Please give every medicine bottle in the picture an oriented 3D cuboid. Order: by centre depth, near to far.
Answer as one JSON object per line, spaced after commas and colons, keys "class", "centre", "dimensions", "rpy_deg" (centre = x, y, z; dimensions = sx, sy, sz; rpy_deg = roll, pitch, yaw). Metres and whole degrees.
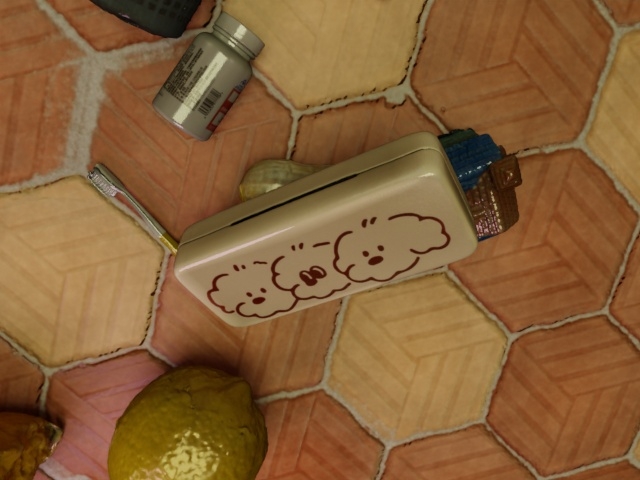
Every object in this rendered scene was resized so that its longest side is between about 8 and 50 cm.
{"class": "medicine bottle", "centre": [-0.132, -0.196, 0.645], "dimensions": [0.079, 0.079, 0.140], "rpy_deg": [36, 98, -11]}

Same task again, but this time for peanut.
{"class": "peanut", "centre": [0.000, -0.058, 0.682], "dimensions": [0.206, 0.087, 0.087], "rpy_deg": [4, 103, -4]}

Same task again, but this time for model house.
{"class": "model house", "centre": [0.186, -0.063, 0.662], "dimensions": [0.119, 0.149, 0.148], "rpy_deg": [-18, 101, 1]}

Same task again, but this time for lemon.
{"class": "lemon", "centre": [-0.170, 0.266, 0.691], "dimensions": [0.192, 0.192, 0.231], "rpy_deg": [37, 99, -11]}

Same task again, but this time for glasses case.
{"class": "glasses case", "centre": [0.000, 0.000, 0.627], "dimensions": [0.336, 0.076, 0.144], "rpy_deg": [-21, 131, 22]}

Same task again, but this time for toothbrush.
{"class": "toothbrush", "centre": [-0.197, 0.010, 0.718], "dimensions": [0.024, 0.021, 0.288], "rpy_deg": [-40, 102, 17]}

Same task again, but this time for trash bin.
{"class": "trash bin", "centre": [-0.182, -0.318, 0.579], "dimensions": [0.175, 0.175, 0.161], "rpy_deg": [28, 110, -9]}

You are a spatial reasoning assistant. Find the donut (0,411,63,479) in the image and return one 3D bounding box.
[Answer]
{"class": "donut", "centre": [-0.479, 0.441, 0.729], "dimensions": [0.377, 0.163, 0.435], "rpy_deg": [-18, 105, 2]}
